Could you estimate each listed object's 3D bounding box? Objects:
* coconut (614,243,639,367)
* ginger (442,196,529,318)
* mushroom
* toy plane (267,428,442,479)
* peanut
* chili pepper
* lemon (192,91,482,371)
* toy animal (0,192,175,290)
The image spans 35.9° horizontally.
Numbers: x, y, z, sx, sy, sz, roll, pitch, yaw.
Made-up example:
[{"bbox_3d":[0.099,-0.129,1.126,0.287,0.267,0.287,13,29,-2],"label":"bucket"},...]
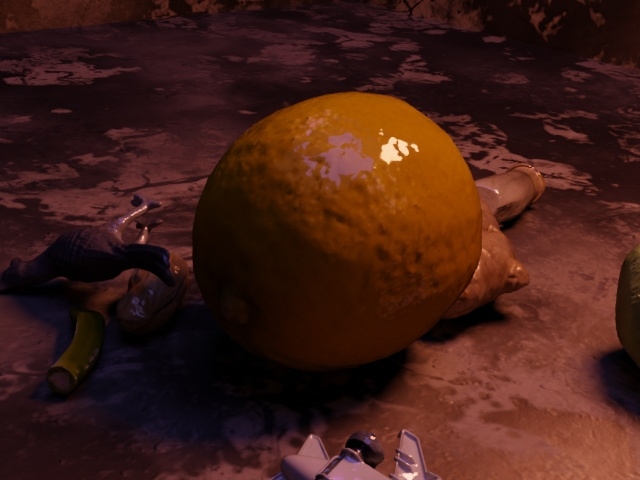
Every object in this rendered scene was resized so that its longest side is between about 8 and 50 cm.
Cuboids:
[{"bbox_3d":[0.507,0.095,1.283,0.236,0.204,0.236,3,4,0],"label":"coconut"},{"bbox_3d":[0.215,0.017,1.499,0.190,0.126,0.354,2,25,6],"label":"ginger"},{"bbox_3d":[0.325,-0.077,1.782,0.247,0.108,0.096,-25,78,-45],"label":"mushroom"},{"bbox_3d":[0.053,0.262,0.931,0.255,0.101,0.251,21,40,32],"label":"toy plane"},{"bbox_3d":[-0.230,0.073,1.345,0.080,0.080,0.174,8,26,7],"label":"peanut"},{"bbox_3d":[-0.299,0.128,1.241,0.052,0.050,0.201,38,15,-17],"label":"chili pepper"},{"bbox_3d":[0.000,0.000,1.228,0.365,0.364,0.364,4,23,-2],"label":"lemon"},{"bbox_3d":[-0.290,0.009,1.366,0.367,0.081,0.206,-5,27,33],"label":"toy animal"}]
